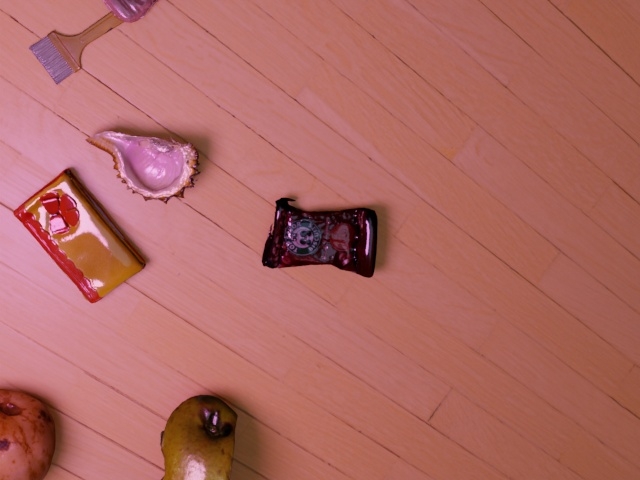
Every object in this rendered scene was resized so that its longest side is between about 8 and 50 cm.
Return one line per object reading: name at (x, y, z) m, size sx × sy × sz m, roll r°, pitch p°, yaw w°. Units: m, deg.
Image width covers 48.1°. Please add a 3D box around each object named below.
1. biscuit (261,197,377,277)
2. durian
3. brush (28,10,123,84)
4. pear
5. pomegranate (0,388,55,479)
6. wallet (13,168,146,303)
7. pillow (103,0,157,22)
biscuit at (0.002, -0.006, 1.487) m, size 0.235 × 0.063 × 0.151 m, roll 5°, pitch 98°, yaw -10°
durian at (-0.340, -0.158, 1.385) m, size 0.224 × 0.078 × 0.140 m, roll 23°, pitch 106°, yaw -5°
brush at (-0.439, -0.386, 1.353) m, size 0.205 × 0.011 × 0.083 m, roll -35°, pitch 104°, yaw -5°
pear at (-0.249, 0.448, 1.422) m, size 0.164 × 0.238 × 0.255 m, roll 8°, pitch 100°, yaw -7°
pomegranate at (-0.615, 0.396, 1.356) m, size 0.215 × 0.215 × 0.215 m, roll -2°, pitch 100°, yaw -12°
wallet at (-0.466, -0.003, 1.386) m, size 0.141 × 0.067 × 0.241 m, roll -37°, pitch 106°, yaw -2°
pillow at (-0.325, -0.512, 1.342) m, size 0.211 × 0.034 × 0.135 m, roll -36°, pitch 106°, yaw -5°
